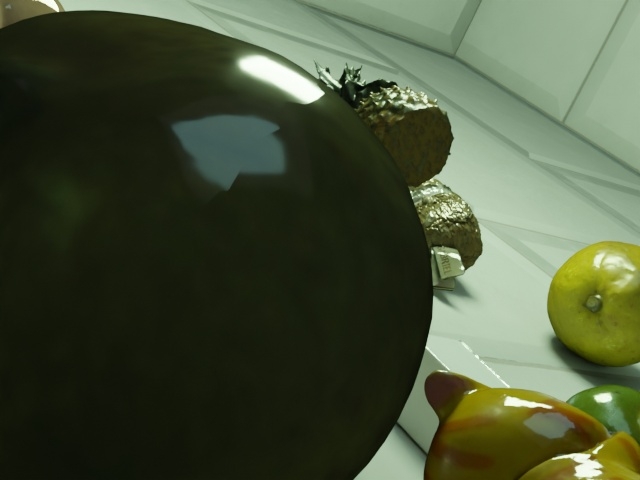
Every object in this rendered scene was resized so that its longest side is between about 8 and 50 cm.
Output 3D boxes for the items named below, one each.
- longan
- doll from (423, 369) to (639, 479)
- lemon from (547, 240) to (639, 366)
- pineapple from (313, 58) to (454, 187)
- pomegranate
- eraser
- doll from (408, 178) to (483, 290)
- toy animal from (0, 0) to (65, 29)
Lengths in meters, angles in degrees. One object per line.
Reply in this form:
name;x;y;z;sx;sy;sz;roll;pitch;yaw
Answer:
longan;-0.109;0.026;0.798;0.361;0.361;0.361;24;16;-7
doll;0.182;0.215;0.970;0.162;0.167;0.269;2;23;-28
lemon;0.378;0.080;1.708;0.170;0.170;0.207;31;11;16
pineapple;0.066;-0.145;1.590;0.125;0.125;0.251;17;14;-29
pomegranate;0.294;0.188;1.257;0.129;0.159;0.129;49;16;-20
eraser;0.166;0.193;1.176;0.076;0.078;0.298;13;20;-39
doll;0.157;-0.012;1.760;0.115;0.105;0.221;21;15;-20
toy animal;-0.336;-0.137;1.086;0.237;0.269;0.326;9;37;15
